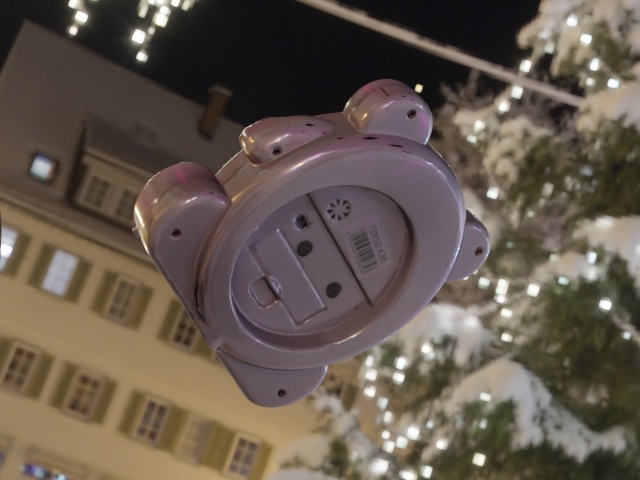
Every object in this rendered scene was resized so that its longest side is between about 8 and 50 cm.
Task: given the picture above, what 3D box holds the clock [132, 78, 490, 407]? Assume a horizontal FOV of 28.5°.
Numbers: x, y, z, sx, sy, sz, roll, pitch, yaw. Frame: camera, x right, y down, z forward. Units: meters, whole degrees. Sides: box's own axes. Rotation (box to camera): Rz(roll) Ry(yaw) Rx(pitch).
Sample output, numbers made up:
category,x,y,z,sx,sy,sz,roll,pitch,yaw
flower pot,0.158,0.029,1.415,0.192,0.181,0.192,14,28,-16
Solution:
category,x,y,z,sx,sy,sz,roll,pitch,yaw
clock,0.000,0.000,1.327,0.295,0.322,0.113,60,-2,-32
